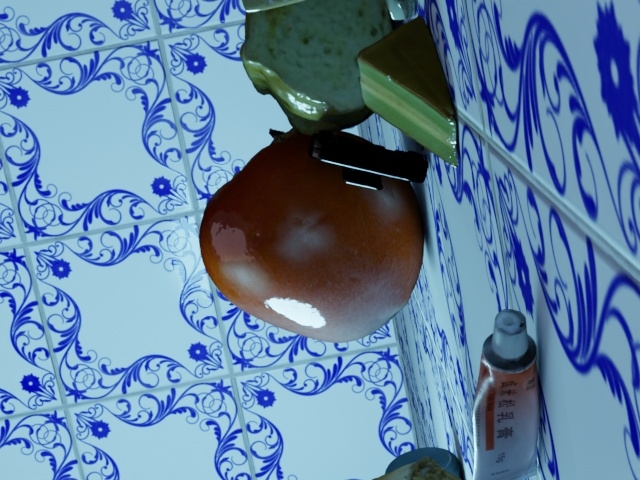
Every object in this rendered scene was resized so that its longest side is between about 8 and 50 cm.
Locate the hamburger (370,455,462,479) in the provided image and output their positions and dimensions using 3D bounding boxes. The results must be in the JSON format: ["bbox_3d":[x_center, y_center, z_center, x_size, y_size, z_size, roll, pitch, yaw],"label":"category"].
[{"bbox_3d":[0.106,0.404,1.610,0.286,0.243,0.146,101,167,-45],"label":"hamburger"}]

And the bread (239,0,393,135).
[{"bbox_3d":[0.001,-0.253,1.564,0.252,0.196,0.239,-104,20,-86],"label":"bread"}]

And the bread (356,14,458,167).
[{"bbox_3d":[0.110,-0.142,1.163,0.139,0.084,0.074,40,154,37],"label":"bread"}]

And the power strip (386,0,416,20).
[{"bbox_3d":[0.075,-0.291,1.285,0.048,0.030,0.191,77,-178,-49],"label":"power strip"}]

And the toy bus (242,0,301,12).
[{"bbox_3d":[-0.029,-0.375,0.926,0.177,0.201,0.365,-89,-13,-53],"label":"toy bus"}]

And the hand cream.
[{"bbox_3d":[0.137,0.127,0.914,0.216,0.052,0.038,81,-164,-46],"label":"hand cream"}]

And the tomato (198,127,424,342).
[{"bbox_3d":[0.000,0.000,1.739,0.321,0.321,0.322,-11,-90,-89],"label":"tomato"}]

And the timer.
[{"bbox_3d":[0.055,-0.098,1.528,0.187,0.144,0.055,-91,15,-84],"label":"timer"}]

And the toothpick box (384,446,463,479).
[{"bbox_3d":[0.174,0.429,1.920,0.120,0.120,0.184,-98,-5,-74],"label":"toothpick box"}]
